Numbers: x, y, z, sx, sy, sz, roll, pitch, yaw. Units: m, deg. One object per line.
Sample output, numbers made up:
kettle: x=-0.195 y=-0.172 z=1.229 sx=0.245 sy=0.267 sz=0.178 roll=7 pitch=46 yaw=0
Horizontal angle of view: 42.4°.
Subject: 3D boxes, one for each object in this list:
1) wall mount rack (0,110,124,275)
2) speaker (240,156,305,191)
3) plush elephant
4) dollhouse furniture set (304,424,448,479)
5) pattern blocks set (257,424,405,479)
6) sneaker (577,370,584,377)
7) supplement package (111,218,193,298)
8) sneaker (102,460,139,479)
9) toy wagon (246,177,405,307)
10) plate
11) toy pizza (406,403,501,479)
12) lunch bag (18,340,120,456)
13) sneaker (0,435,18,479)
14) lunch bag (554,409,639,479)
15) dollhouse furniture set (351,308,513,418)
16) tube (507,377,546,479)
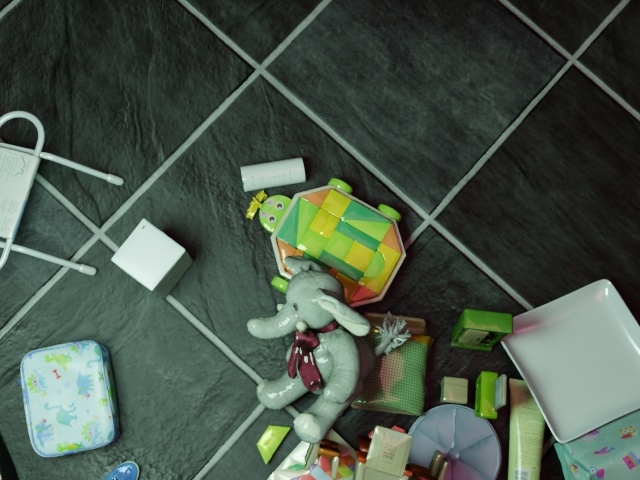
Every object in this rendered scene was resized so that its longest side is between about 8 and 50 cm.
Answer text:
wall mount rack: x=-0.592 y=-0.075 z=1.696 sx=0.304 sy=0.130 sz=0.350 roll=14 pitch=80 yaw=3
speaker: x=-0.101 y=-0.141 z=1.762 sx=0.136 sy=0.055 sz=0.055 roll=-10 pitch=81 yaw=-4
plush elephant: x=-0.013 y=0.176 z=1.572 sx=0.330 sy=0.272 sz=0.255 roll=-37 pitch=110 yaw=-7
dollhouse furniture set: x=0.113 y=0.404 z=1.557 sx=0.262 sy=0.259 sz=0.135 roll=16 pitch=87 yaw=0
pattern blocks set: x=-0.001 y=0.477 z=1.682 sx=0.285 sy=0.026 sz=0.324 roll=28 pitch=81 yaw=2
sneaker: x=0.515 y=0.331 z=1.726 sx=0.058 sy=0.052 sz=0.135 roll=6 pitch=71 yaw=4
supplement package: x=-0.333 y=0.040 z=1.657 sx=0.105 sy=0.179 sz=0.105 roll=37 pitch=81 yaw=4
sneaker: x=-0.423 y=0.499 z=1.626 sx=0.152 sy=0.084 sz=0.058 roll=-40 pitch=85 yaw=-9
toy wagon: x=0.000 y=0.000 z=1.738 sx=0.344 sy=0.068 sz=0.267 roll=29 pitch=80 yaw=2
plate: x=0.543 y=0.247 z=1.706 sx=0.277 sy=0.045 sz=0.278 roll=-23 pitch=62 yaw=-6
toy pizza: x=0.271 y=0.440 z=1.700 sx=0.201 sy=0.032 sz=0.201 roll=1 pitch=79 yaw=-3
lunch bag: x=-0.502 y=0.314 z=1.649 sx=0.176 sy=0.090 sz=0.219 roll=-11 pitch=82 yaw=-6
sneaker: x=-0.698 y=0.437 z=1.621 sx=0.145 sy=0.090 sz=0.270 roll=-24 pitch=79 yaw=-6
lunch bag: x=0.615 y=0.491 z=1.643 sx=0.223 sy=0.160 sz=0.262 roll=-24 pitch=109 yaw=-7
dollhouse furniture set: x=0.216 y=0.243 z=1.652 sx=0.302 sy=0.151 sz=0.197 roll=7 pitch=70 yaw=-1
tube: x=0.427 y=0.411 z=1.704 sx=0.070 sy=0.062 sz=0.240 roll=22 pitch=70 yaw=-44
